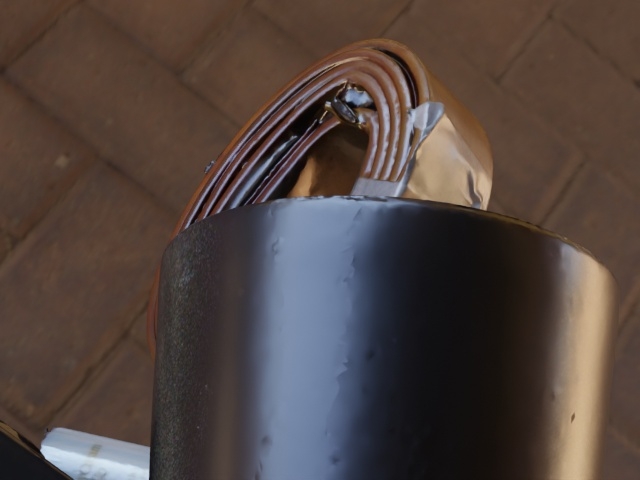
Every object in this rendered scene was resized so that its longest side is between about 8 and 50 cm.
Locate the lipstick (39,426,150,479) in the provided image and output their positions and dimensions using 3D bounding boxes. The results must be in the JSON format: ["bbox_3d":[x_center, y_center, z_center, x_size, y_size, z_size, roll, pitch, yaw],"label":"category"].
[{"bbox_3d":[-0.049,0.169,1.017,0.264,0.059,0.059,11,62,13],"label":"lipstick"}]

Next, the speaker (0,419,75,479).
[{"bbox_3d":[-0.247,0.205,0.867,0.184,0.254,0.232,38,66,-8],"label":"speaker"}]

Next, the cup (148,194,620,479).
[{"bbox_3d":[0.051,0.105,0.583,0.239,0.166,0.177,15,66,-23],"label":"cup"}]

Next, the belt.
[{"bbox_3d":[0.000,0.000,1.077,0.261,0.184,0.105,-50,133,2],"label":"belt"}]
